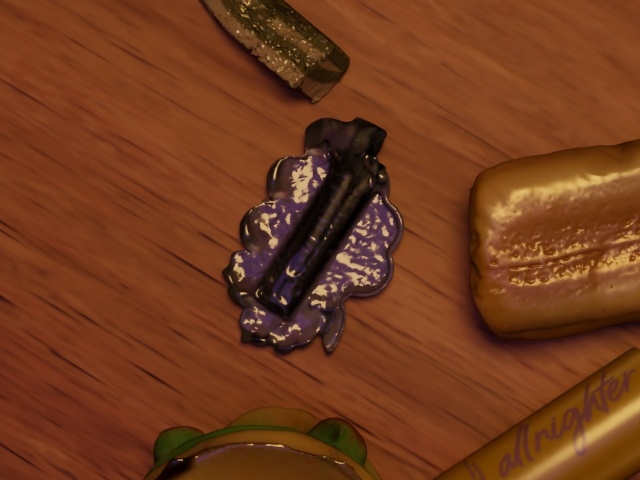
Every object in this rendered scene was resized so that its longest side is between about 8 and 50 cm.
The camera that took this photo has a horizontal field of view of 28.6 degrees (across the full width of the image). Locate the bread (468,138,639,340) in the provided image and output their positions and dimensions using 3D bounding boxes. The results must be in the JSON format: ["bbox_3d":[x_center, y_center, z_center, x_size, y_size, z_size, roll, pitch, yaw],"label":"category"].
[{"bbox_3d":[0.255,-0.014,0.918,0.305,0.091,0.142,-10,88,4],"label":"bread"}]

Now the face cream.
[{"bbox_3d":[0.214,0.135,0.920,0.273,0.078,0.078,-34,85,2],"label":"face cream"}]

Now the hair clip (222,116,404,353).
[{"bbox_3d":[-0.001,0.000,0.960,0.124,0.052,0.195,29,95,11],"label":"hair clip"}]

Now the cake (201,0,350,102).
[{"bbox_3d":[-0.042,-0.167,0.970,0.140,0.055,0.051,42,97,7],"label":"cake"}]

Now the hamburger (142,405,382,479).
[{"bbox_3d":[-0.036,0.225,0.902,0.237,0.149,0.237,0,96,2],"label":"hamburger"}]
